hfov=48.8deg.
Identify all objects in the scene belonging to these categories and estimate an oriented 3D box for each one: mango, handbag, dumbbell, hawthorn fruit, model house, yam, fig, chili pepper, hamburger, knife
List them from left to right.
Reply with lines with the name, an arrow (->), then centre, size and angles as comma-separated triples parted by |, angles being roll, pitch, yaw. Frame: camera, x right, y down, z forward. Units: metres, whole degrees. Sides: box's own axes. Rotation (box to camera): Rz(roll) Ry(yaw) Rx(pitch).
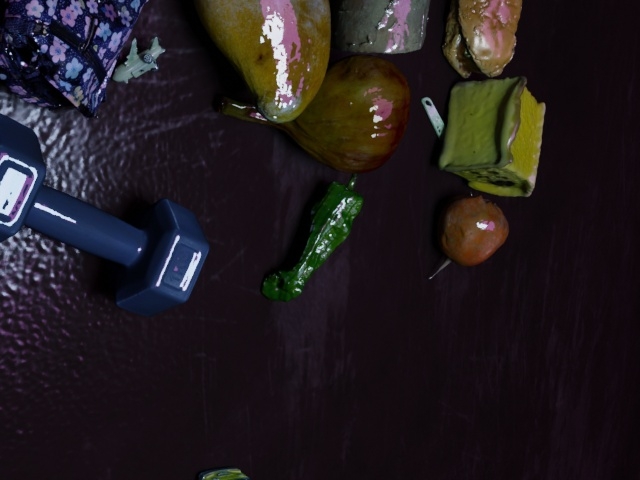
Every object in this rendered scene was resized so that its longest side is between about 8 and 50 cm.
handbag -> -0.290, -0.252, 0.812 | 0.229, 0.126, 0.208 | 77, 34, -82
dumbbell -> -0.298, -0.019, 0.872 | 0.324, 0.160, 0.144 | 28, 49, -42
mango -> -0.075, -0.322, 0.980 | 0.192, 0.146, 0.316 | -18, 93, -27
fig -> -0.005, -0.220, 1.118 | 0.290, 0.190, 0.191 | 16, 87, -6
chili pepper -> -0.005, -0.003, 1.190 | 0.257, 0.074, 0.100 | -60, 149, -9
yam -> 0.106, -0.445, 1.142 | 0.168, 0.168, 0.304 | 1, 99, -43
knife -> 0.251, -0.211, 1.430 | 0.030, 0.014, 0.207 | -53, 128, -22
hawthorn fruit -> 0.306, -0.011, 1.446 | 0.149, 0.149, 0.189 | -21, 135, -38
hamburger -> 0.316, -0.456, 1.362 | 0.131, 0.124, 0.262 | 10, 91, -43
model house -> 0.377, -0.198, 1.426 | 0.234, 0.174, 0.194 | 20, 75, -42

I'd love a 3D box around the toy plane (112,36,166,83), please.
toy plane -> -0.241, -0.236, 0.941 | 0.083, 0.033, 0.080 | -40, 170, -2

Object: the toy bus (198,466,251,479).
toy bus -> -0.154, 0.467, 1.137 | 0.088, 0.101, 0.175 | 8, 92, -43
